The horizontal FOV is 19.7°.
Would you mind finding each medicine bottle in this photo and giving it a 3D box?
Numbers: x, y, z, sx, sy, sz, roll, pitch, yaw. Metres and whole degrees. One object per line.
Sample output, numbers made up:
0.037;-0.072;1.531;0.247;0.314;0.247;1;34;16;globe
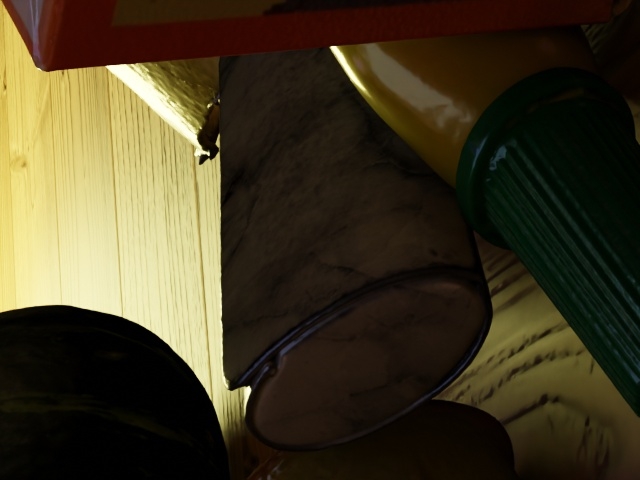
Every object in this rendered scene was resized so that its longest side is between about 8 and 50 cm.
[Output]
0.073;-0.050;0.710;0.309;0.111;0.076;61;141;40;medicine bottle

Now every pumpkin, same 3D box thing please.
-0.178;0.204;1.208;0.323;0.241;0.323;-179;90;-87;pumpkin

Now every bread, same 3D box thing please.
0.034;0.128;0.778;0.086;0.125;0.156;61;-178;42;bread

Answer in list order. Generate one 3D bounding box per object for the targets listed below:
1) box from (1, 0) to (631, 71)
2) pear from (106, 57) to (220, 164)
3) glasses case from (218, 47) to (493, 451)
-0.018;-0.293;0.646;0.349;0.257;0.318;56;143;37;box
-0.101;-0.191;1.044;0.267;0.178;0.267;-160;90;-82;pear
0.010;-0.033;0.816;0.114;0.060;0.299;-32;29;15;glasses case
